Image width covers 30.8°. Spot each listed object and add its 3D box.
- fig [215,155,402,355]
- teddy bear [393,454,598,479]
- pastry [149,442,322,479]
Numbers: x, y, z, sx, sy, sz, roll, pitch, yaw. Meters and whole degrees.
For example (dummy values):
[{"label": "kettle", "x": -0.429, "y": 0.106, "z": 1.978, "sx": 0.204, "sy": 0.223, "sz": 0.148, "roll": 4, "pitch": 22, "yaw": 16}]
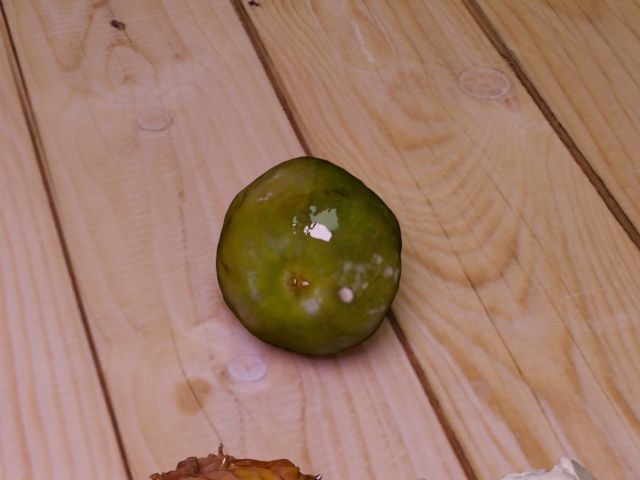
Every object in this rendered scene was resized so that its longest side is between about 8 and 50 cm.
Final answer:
[{"label": "fig", "x": -0.021, "y": 0.015, "z": 1.421, "sx": 0.233, "sy": 0.233, "sz": 0.314, "roll": -8, "pitch": 6, "yaw": -11}, {"label": "teddy bear", "x": 0.131, "y": 0.368, "z": 1.075, "sx": 0.362, "sy": 0.327, "sz": 0.375, "roll": -28, "pitch": 76, "yaw": 24}, {"label": "pastry", "x": -0.130, "y": 0.351, "z": 0.892, "sx": 0.292, "sy": 0.337, "sz": 0.405, "roll": 38, "pitch": 58, "yaw": 7}]
